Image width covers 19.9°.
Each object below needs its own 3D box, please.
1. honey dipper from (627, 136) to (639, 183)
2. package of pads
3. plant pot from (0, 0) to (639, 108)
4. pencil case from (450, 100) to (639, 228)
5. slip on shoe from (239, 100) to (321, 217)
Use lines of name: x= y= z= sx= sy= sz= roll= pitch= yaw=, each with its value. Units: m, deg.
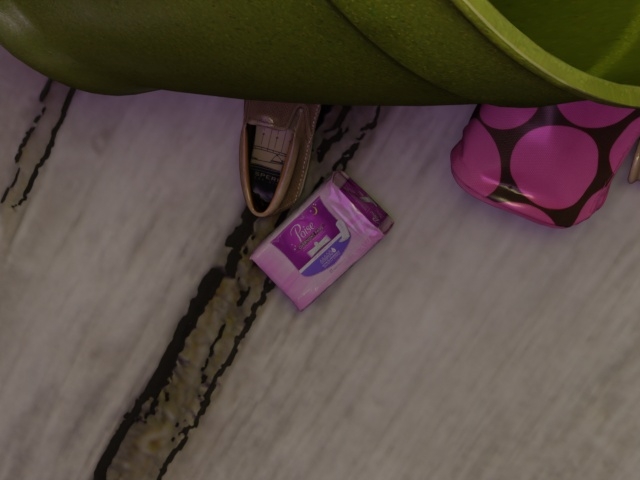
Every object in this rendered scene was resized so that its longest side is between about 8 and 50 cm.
honey dipper: x=0.256 y=-0.025 z=1.039 sx=0.161 sy=0.030 sz=0.030 roll=17 pitch=113 yaw=9
package of pads: x=0.000 y=0.000 z=1.131 sx=0.050 sy=0.032 sz=0.083 roll=45 pitch=116 yaw=-3
plant pot: x=-0.009 y=-0.216 z=0.884 sx=0.353 sy=0.366 sz=0.366 roll=-9 pitch=107 yaw=43
pencil case: x=0.159 y=-0.104 z=1.012 sx=0.098 sy=0.095 sz=0.209 roll=25 pitch=118 yaw=-9
slip on shoe: x=-0.027 y=-0.079 z=1.107 sx=0.051 sy=0.041 sz=0.135 roll=15 pitch=113 yaw=13
